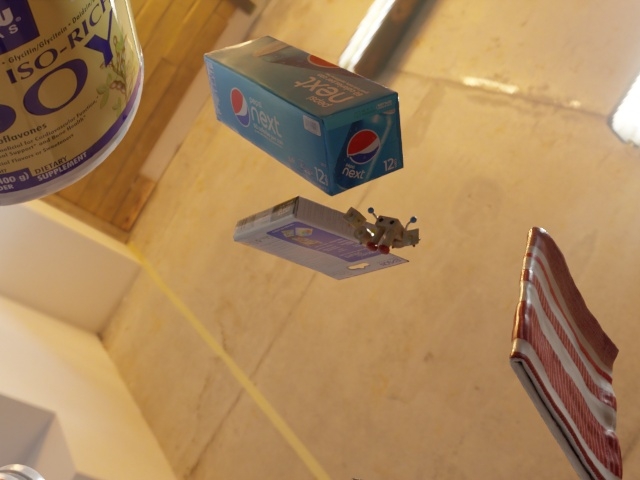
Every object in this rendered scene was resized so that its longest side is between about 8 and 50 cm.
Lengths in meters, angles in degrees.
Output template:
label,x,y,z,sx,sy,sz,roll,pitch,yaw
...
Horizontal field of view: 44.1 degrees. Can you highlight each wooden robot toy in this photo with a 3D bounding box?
label,x,y,z,sx,sy,sz,roll,pitch,yaw
wooden robot toy,0.119,-0.004,1.395,0.173,0.079,0.076,15,-108,40

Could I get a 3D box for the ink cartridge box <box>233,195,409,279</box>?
label,x,y,z,sx,sy,sz,roll,pitch,yaw
ink cartridge box,0.000,0.000,1.828,0.303,0.307,0.072,-19,-122,56

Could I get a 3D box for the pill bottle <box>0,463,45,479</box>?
label,x,y,z,sx,sy,sz,roll,pitch,yaw
pill bottle,-0.286,0.246,0.649,0.087,0.087,0.160,-53,179,8

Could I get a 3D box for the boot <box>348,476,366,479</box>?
label,x,y,z,sx,sy,sz,roll,pitch,yaw
boot,0.157,0.707,1.734,0.445,0.146,0.367,12,-148,40

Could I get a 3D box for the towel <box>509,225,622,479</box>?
label,x,y,z,sx,sy,sz,roll,pitch,yaw
towel,0.323,0.145,1.024,0.037,0.237,0.329,-27,-165,28

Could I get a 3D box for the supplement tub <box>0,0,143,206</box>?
label,x,y,z,sx,sy,sz,roll,pitch,yaw
supplement tub,-0.257,-0.197,0.537,0.331,0.241,0.241,101,3,-64

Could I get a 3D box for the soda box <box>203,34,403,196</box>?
label,x,y,z,sx,sy,sz,roll,pitch,yaw
soda box,-0.021,-0.113,0.668,0.071,0.067,0.210,-23,-144,-23
